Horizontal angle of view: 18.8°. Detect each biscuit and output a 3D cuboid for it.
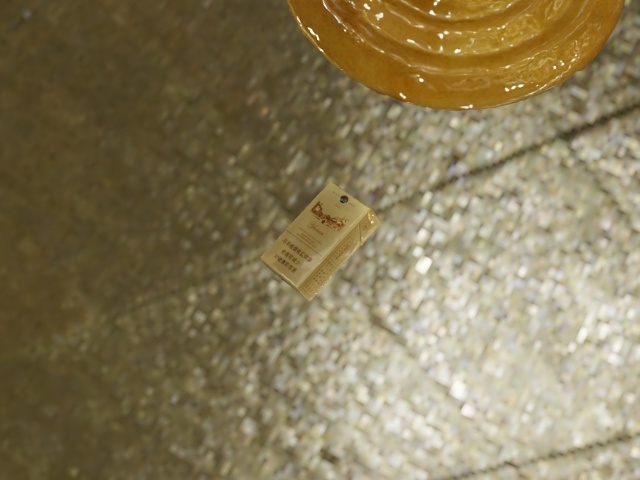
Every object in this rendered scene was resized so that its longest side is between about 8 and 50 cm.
[{"bbox_3d":[0.096,-0.211,1.380,0.262,0.262,0.037,22,156,10],"label":"biscuit"}]

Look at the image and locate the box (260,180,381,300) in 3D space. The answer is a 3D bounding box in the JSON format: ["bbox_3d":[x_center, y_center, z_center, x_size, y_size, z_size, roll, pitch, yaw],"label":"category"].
[{"bbox_3d":[0.000,0.000,1.468,0.053,0.083,0.024,38,171,45],"label":"box"}]
